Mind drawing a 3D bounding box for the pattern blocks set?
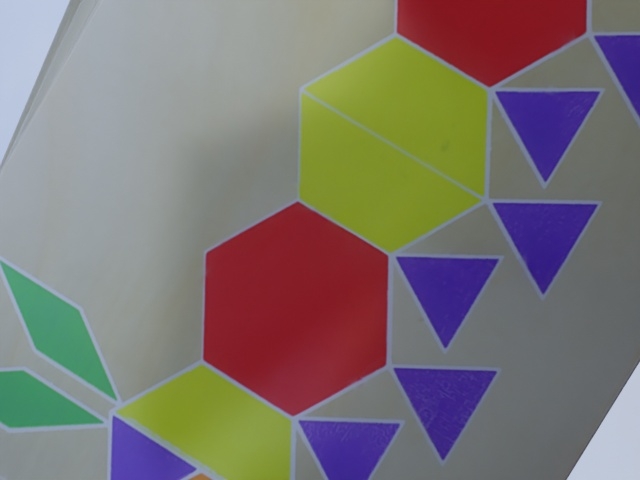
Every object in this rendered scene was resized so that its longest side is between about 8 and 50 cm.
[{"bbox_3d":[0.000,0.000,0.412,0.285,0.325,0.026,40,-174,8],"label":"pattern blocks set"}]
